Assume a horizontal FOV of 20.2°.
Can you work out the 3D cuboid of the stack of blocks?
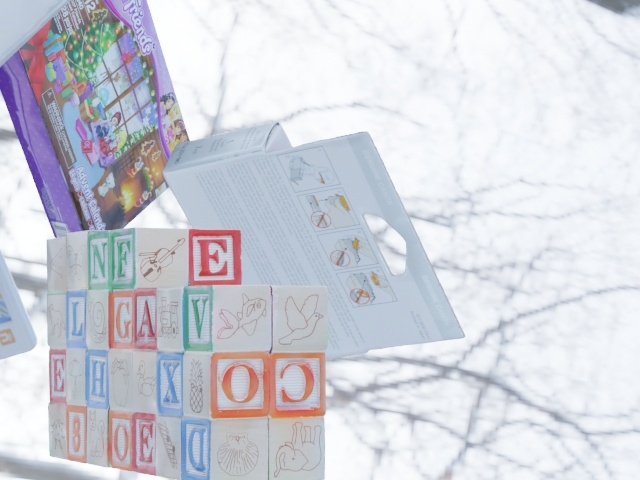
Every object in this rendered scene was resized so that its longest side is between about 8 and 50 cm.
[{"bbox_3d":[-0.103,0.076,1.273,0.297,0.087,0.171,-4,-94,61],"label":"stack of blocks"}]

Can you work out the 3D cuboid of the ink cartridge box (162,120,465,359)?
[{"bbox_3d":[0.000,0.000,1.856,0.238,0.275,0.060,-11,-146,26],"label":"ink cartridge box"}]

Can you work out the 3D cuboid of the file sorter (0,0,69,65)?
[{"bbox_3d":[-0.408,-0.296,1.719,0.193,0.173,0.278,-43,-106,2],"label":"file sorter"}]

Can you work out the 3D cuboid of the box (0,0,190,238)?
[{"bbox_3d":[-0.252,-0.159,1.992,0.057,0.201,0.293,10,-49,34],"label":"box"}]

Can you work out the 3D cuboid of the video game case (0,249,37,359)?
[{"bbox_3d":[-0.528,0.022,2.100,0.299,0.329,0.036,-17,-161,8],"label":"video game case"}]
